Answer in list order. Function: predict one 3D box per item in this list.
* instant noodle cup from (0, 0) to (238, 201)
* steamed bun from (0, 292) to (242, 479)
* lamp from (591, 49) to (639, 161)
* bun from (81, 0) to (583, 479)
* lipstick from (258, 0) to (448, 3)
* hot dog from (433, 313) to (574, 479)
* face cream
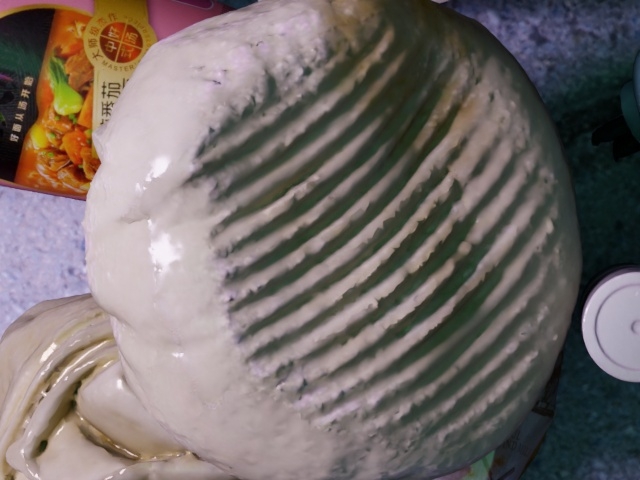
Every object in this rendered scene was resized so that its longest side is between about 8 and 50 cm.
[{"bbox_3d":[-0.182,-0.127,1.504,0.255,0.244,0.244,16,93,-2],"label":"instant noodle cup"},{"bbox_3d":[-0.125,0.175,1.499,0.276,0.203,0.289,-11,90,7],"label":"steamed bun"},{"bbox_3d":[0.317,-0.032,1.449,0.147,0.209,0.284,-45,60,23],"label":"lamp"},{"bbox_3d":[0.000,0.000,1.363,0.365,0.219,0.365,-1,92,-30],"label":"bun"},{"bbox_3d":[0.126,-0.231,1.460,0.371,0.080,0.076,-13,111,26],"label":"lipstick"},{"bbox_3d":[0.112,0.111,1.529,0.144,0.075,0.268,21,85,6],"label":"hot dog"},{"bbox_3d":[0.226,0.056,1.430,0.077,0.250,0.077,0,91,6],"label":"face cream"}]
